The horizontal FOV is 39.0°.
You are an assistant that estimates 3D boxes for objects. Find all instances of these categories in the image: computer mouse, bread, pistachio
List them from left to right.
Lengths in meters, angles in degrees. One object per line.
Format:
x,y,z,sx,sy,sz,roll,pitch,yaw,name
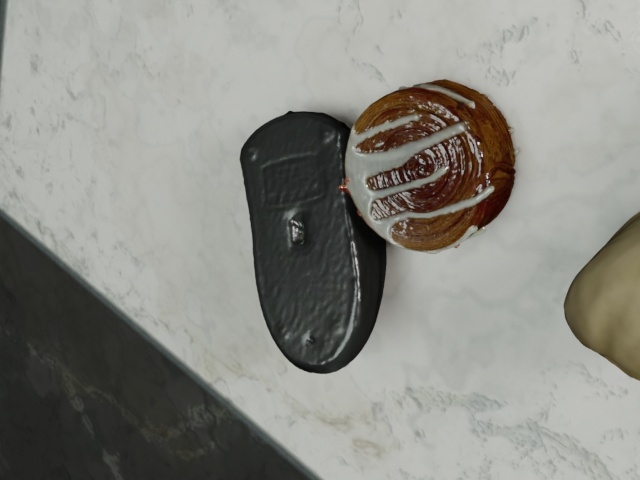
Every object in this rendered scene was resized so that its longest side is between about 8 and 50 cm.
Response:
0.000,0.000,0.937,0.137,0.086,0.269,-11,85,30,computer mouse
0.098,-0.066,0.834,0.160,0.073,0.160,14,117,29,bread
0.287,0.034,0.691,0.223,0.126,0.152,-26,53,42,pistachio
